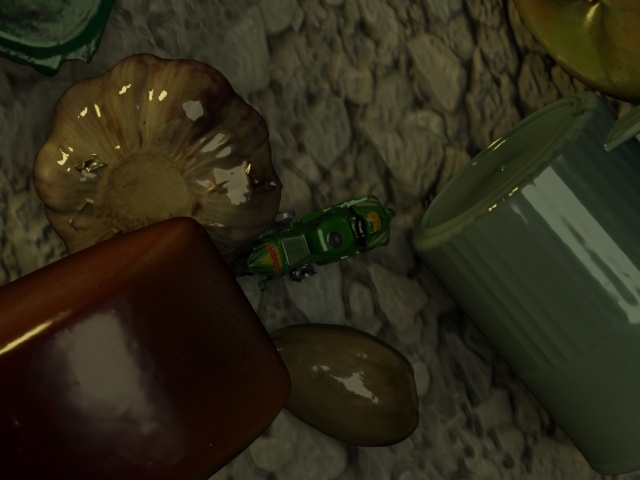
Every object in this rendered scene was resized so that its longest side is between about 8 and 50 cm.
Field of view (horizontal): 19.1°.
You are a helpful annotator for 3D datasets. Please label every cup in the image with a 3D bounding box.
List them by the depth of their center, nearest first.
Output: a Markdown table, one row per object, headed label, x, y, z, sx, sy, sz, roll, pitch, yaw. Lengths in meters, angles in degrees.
| label | x | y | z | sx | sy | sz | roll | pitch | yaw |
| --- | --- | --- | --- | --- | --- | --- | --- | --- | --- |
| cup | 0.290 | 0.031 | 1.889 | 0.311 | 0.331 | 0.257 | 48 | 65 | -9 |

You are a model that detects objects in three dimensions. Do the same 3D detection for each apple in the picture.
| label | x | y | z | sx | sy | sz | roll | pitch | yaw |
| --- | --- | --- | --- | --- | --- | --- | --- | --- | --- |
| apple | 0.340 | -0.309 | 1.928 | 0.277 | 0.319 | 0.319 | -38 | 101 | -22 |

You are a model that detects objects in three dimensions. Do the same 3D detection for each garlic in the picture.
| label | x | y | z | sx | sy | sz | roll | pitch | yaw |
| --- | --- | --- | --- | --- | --- | --- | --- | --- | --- |
| garlic | -0.153 | -0.063 | 1.818 | 0.245 | 0.160 | 0.245 | 1 | 106 | 4 |

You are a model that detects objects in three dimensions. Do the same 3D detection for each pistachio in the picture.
| label | x | y | z | sx | sy | sz | roll | pitch | yaw |
| --- | --- | --- | --- | --- | --- | --- | --- | --- | --- |
| pistachio | 0.019 | 0.142 | 1.907 | 0.185 | 0.126 | 0.108 | 30 | 36 | -13 |

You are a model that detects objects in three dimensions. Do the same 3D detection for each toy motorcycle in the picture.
| label | x | y | z | sx | sy | sz | roll | pitch | yaw |
| --- | --- | --- | --- | --- | --- | --- | --- | --- | --- |
| toy motorcycle | 0.000 | 0.000 | 1.898 | 0.190 | 0.106 | 0.074 | -20 | 94 | -21 |

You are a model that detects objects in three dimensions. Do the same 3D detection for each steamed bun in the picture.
| label | x | y | z | sx | sy | sz | roll | pitch | yaw |
| --- | --- | --- | --- | --- | --- | --- | --- | --- | --- |
| steamed bun | -0.231 | 0.150 | 1.680 | 0.379 | 0.248 | 0.235 | -25 | 101 | 13 |

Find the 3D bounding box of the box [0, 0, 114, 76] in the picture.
| label | x | y | z | sx | sy | sz | roll | pitch | yaw |
| --- | --- | --- | --- | --- | --- | --- | --- | --- | --- |
| box | -0.300 | -0.342 | 1.802 | 0.264 | 0.106 | 0.337 | 21 | 81 | -19 |
